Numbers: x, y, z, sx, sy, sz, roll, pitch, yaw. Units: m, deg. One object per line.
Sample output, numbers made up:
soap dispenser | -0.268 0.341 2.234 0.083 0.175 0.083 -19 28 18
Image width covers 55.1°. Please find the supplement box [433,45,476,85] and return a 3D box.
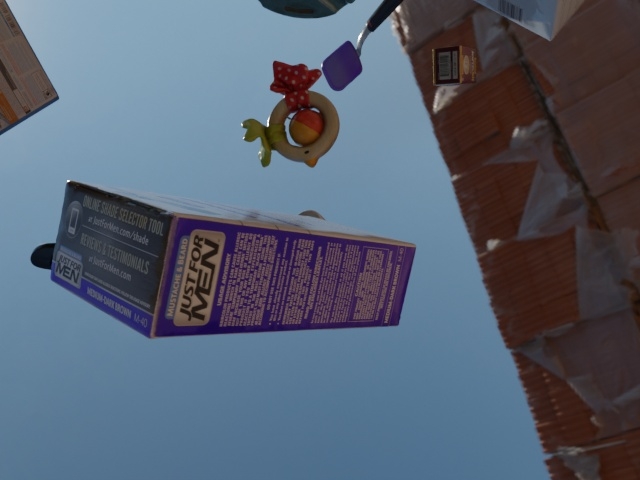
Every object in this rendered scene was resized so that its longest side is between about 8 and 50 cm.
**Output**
supplement box | 0.202 -0.261 0.921 0.083 0.043 0.055 -25 -66 -57

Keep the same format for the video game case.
video game case | -0.347 -0.170 0.625 0.166 0.015 0.119 -69 -37 -55

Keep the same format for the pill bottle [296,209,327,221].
pill bottle | 0.000 0.000 1.439 0.160 0.087 0.087 43 -146 -52

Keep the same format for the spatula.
spatula | 0.090 -0.399 1.193 0.030 0.296 0.084 -14 -105 -33

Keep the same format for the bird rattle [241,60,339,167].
bird rattle | -0.051 -0.272 1.386 0.207 0.254 0.143 31 169 14

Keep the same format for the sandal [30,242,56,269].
sandal | -0.342 0.041 0.890 0.067 0.179 0.040 86 -167 -58

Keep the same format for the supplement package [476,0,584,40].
supplement package | 0.320 -0.411 0.782 0.139 0.244 0.134 40 177 22

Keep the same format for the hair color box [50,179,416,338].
hair color box | -0.073 0.022 0.642 0.338 0.185 0.110 9 -84 -48

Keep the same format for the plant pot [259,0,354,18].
plant pot | -0.021 -0.624 1.129 0.341 0.341 0.334 29 -119 -40
